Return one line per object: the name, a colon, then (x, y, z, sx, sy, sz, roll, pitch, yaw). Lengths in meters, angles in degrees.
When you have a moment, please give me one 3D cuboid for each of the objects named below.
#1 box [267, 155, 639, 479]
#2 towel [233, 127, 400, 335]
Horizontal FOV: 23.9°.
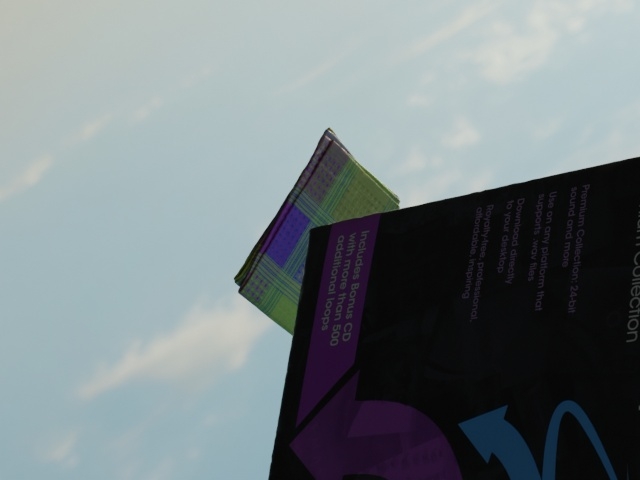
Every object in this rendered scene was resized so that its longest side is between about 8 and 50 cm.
box: (0.056, 0.039, 0.360, 0.162, 0.029, 0.116, -12, -121, 39)
towel: (0.000, 0.000, 0.654, 0.009, 0.060, 0.083, 15, -110, 47)
